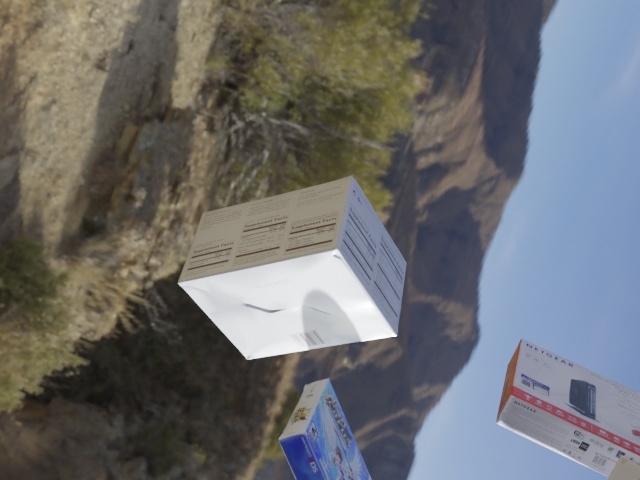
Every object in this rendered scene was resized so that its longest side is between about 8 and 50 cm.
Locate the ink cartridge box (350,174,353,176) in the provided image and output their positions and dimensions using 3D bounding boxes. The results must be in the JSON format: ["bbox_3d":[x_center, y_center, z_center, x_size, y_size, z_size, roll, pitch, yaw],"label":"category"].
[{"bbox_3d":[0.000,0.000,1.703,0.206,0.045,0.208,-42,-139,37],"label":"ink cartridge box"}]

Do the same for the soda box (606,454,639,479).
[{"bbox_3d":[0.581,0.444,1.436,0.216,0.074,0.069,30,-91,51],"label":"soda box"}]

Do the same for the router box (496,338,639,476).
[{"bbox_3d":[0.579,0.383,1.975,0.301,0.335,0.082,-48,161,-66],"label":"router box"}]

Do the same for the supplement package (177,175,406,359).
[{"bbox_3d":[-0.035,0.048,1.297,0.204,0.262,0.145,55,35,-38],"label":"supplement package"}]

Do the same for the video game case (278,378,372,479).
[{"bbox_3d":[0.021,0.442,1.710,0.244,0.061,0.269,-57,125,-72],"label":"video game case"}]
